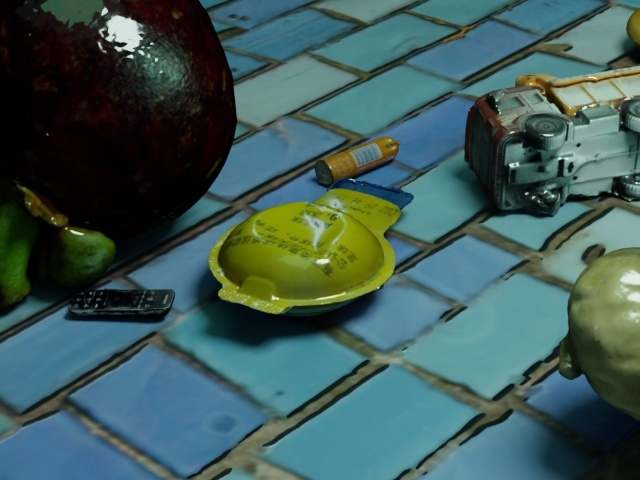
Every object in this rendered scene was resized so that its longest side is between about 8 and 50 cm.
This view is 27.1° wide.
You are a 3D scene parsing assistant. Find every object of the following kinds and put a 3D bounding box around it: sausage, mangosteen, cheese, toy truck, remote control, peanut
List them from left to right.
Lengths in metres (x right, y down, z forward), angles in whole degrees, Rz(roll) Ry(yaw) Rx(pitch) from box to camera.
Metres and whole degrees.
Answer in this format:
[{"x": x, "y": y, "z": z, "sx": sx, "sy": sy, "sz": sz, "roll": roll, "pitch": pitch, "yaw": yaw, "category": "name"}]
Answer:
[{"x": -0.247, "y": -0.117, "z": 1.257, "sx": 0.306, "sy": 0.306, "sz": 0.359, "roll": 20, "pitch": 58, "yaw": 33, "category": "mangosteen"}, {"x": -0.181, "y": 0.059, "z": 1.216, "sx": 0.096, "sy": 0.014, "sz": 0.039, "roll": 0, "pitch": 31, "yaw": 8, "category": "remote control"}, {"x": 0.000, "y": 0.000, "z": 1.245, "sx": 0.176, "sy": 0.069, "sz": 0.270, "roll": 14, "pitch": 32, "yaw": 24, "category": "cheese"}, {"x": 0.045, "y": -0.088, "z": 1.423, "sx": 0.107, "sy": 0.031, "sz": 0.031, "roll": -22, "pitch": 36, "yaw": -31, "category": "sausage"}, {"x": 0.287, "y": -0.114, "z": 1.367, "sx": 0.270, "sy": 0.114, "sz": 0.135, "roll": -10, "pitch": 35, "yaw": -13, "category": "toy truck"}, {"x": 0.320, "y": 0.086, "z": 0.999, "sx": 0.291, "sy": 0.159, "sz": 0.143, "roll": 7, "pitch": 76, "yaw": -2, "category": "peanut"}]

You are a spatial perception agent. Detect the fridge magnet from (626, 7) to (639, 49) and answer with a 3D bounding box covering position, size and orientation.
[{"x": 0.449, "y": -0.256, "z": 1.635, "sx": 0.143, "sy": 0.063, "sz": 0.143, "roll": -3, "pitch": 33, "yaw": 2, "category": "fridge magnet"}]
